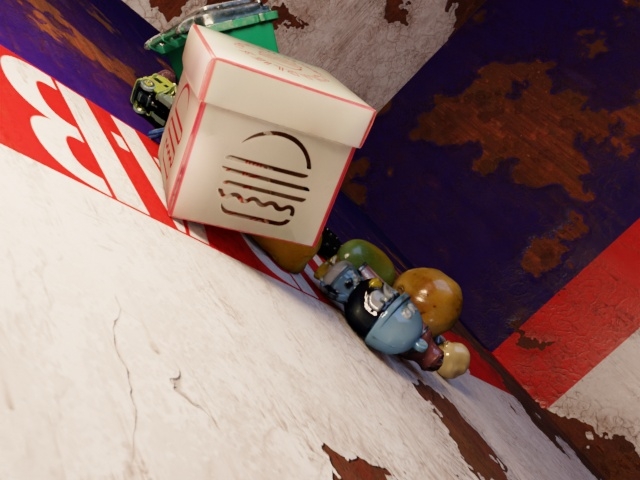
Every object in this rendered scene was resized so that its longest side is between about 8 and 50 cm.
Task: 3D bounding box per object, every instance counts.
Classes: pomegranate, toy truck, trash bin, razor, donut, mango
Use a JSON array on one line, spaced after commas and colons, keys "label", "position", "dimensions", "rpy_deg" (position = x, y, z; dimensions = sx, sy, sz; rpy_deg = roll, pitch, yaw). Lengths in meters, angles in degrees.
[{"label": "pomegranate", "position": [0.307, 0.185, 1.862], "dimensions": [0.233, 0.233, 0.233], "rpy_deg": [43, 9, -9]}, {"label": "toy truck", "position": [-0.348, -0.322, 1.511], "dimensions": [0.191, 0.085, 0.116], "rpy_deg": [35, 39, 4]}, {"label": "trash bin", "position": [-0.235, -0.401, 1.623], "dimensions": [0.259, 0.295, 0.381], "rpy_deg": [-3, -69, 48]}, {"label": "razor", "position": [-0.286, -0.189, 1.527], "dimensions": [0.324, 0.093, 0.056], "rpy_deg": [34, 53, -64]}, {"label": "donut", "position": [-0.099, -0.037, 1.494], "dimensions": [0.253, 0.118, 0.253], "rpy_deg": [41, 25, -23]}, {"label": "mango", "position": [0.131, 0.079, 1.880], "dimensions": [0.251, 0.114, 0.156], "rpy_deg": [33, 58, -38]}]

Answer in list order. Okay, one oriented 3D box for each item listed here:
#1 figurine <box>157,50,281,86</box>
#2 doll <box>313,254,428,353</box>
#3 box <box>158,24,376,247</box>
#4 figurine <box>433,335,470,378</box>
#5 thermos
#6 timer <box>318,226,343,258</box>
[{"label": "figurine", "position": [-0.315, -0.514, 1.888], "dimensions": [0.253, 0.361, 0.211], "rpy_deg": [35, 23, -44]}, {"label": "doll", "position": [0.126, 0.156, 1.489], "dimensions": [0.314, 0.141, 0.177], "rpy_deg": [40, 33, 13]}, {"label": "box", "position": [-0.127, -0.205, 1.225], "dimensions": [0.315, 0.300, 0.312], "rpy_deg": [13, 24, -24]}, {"label": "figurine", "position": [0.367, 0.338, 1.893], "dimensions": [0.108, 0.114, 0.196], "rpy_deg": [13, 12, -25]}, {"label": "thermos", "position": [0.193, 0.209, 1.620], "dimensions": [0.330, 0.109, 0.136], "rpy_deg": [46, -5, 4]}, {"label": "timer", "position": [0.000, 0.000, 1.908], "dimensions": [0.187, 0.055, 0.144], "rpy_deg": [30, 21, -43]}]
